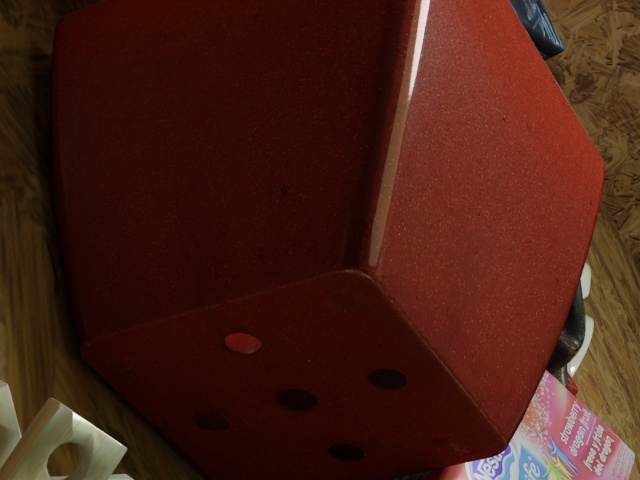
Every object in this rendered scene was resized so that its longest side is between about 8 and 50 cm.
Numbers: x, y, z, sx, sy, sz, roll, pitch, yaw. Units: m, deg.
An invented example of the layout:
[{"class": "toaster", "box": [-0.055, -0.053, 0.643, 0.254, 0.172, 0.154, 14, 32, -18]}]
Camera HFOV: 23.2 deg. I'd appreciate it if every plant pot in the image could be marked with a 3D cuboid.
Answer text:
[{"class": "plant pot", "box": [0.000, 0.000, 0.916, 0.267, 0.267, 0.235, 50, 34, -40]}]

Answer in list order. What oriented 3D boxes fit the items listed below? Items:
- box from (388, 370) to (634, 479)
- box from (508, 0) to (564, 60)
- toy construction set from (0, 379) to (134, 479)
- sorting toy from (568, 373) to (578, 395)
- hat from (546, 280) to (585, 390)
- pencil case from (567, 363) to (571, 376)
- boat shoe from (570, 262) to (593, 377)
[{"class": "box", "box": [0.086, 0.190, 0.947, 0.122, 0.128, 0.257, 44, 33, -4]}, {"class": "box", "box": [0.085, -0.301, 1.681, 0.293, 0.212, 0.395, 65, 15, 6]}, {"class": "toy construction set", "box": [-0.084, 0.174, 0.466, 0.215, 0.151, 0.328, 63, -9, -21]}, {"class": "sorting toy", "box": [0.106, 0.075, 1.382, 0.274, 0.046, 0.132, 23, 22, -29]}, {"class": "hat", "box": [0.129, 0.035, 1.241, 0.331, 0.134, 0.331, 18, 59, -34]}, {"class": "pencil case", "box": [0.182, 0.165, 1.446, 0.124, 0.124, 0.284, 58, 18, -21]}, {"class": "boat shoe", "box": [0.233, 0.084, 1.752, 0.113, 0.127, 0.340, 33, 29, -3]}]
